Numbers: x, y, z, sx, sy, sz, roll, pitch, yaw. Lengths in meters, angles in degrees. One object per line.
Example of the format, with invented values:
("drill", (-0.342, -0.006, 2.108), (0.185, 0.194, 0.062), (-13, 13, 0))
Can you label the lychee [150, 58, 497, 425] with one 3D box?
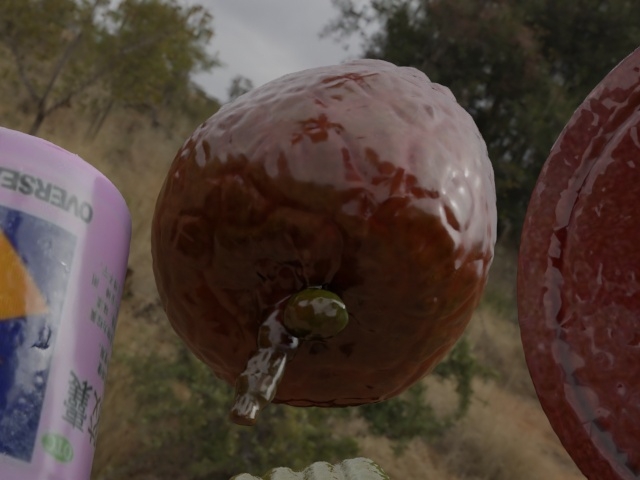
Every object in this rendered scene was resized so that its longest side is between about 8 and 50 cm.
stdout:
("lychee", (0.000, 0.000, 0.782), (0.255, 0.255, 0.300), (28, 35, 11))

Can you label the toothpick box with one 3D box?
("toothpick box", (0.230, 0.035, 0.492), (0.204, 0.204, 0.333), (29, 5, 29))

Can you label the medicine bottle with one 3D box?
("medicine bottle", (-0.210, 0.096, 0.614), (0.178, 0.290, 0.178), (4, -29, 2))

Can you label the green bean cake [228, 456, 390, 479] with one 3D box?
("green bean cake", (-0.023, 0.336, 1.061), (0.233, 0.236, 0.124), (-11, 9, -7))
